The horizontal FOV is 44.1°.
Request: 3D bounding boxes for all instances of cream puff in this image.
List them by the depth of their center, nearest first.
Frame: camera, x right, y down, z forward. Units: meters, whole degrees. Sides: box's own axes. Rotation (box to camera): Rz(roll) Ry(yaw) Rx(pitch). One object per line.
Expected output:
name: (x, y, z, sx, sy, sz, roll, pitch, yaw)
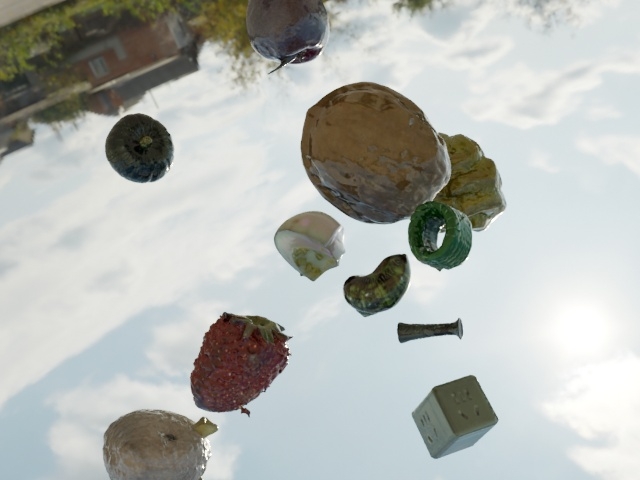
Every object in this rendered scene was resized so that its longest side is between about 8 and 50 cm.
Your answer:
cream puff: (0.335, -0.130, 2.180, 0.257, 0.291, 0.324, -31, -159, -19)

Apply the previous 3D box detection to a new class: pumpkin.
pumpkin: (-0.529, -0.271, 2.324, 0.152, 0.211, 0.211, -30, -168, 40)

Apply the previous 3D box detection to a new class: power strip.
power strip: (0.328, 0.460, 2.009, 0.139, 0.140, 0.224, -13, 151, -25)

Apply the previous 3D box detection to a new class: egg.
egg: (-0.014, -0.013, 2.337, 0.162, 0.206, 0.271, -54, 175, -26)

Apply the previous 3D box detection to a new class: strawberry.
strawberry: (-0.249, 0.399, 2.491, 0.292, 0.343, 0.292, 16, -174, -2)

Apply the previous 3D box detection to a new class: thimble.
thimble: (0.234, -0.008, 1.543, 0.118, 0.090, 0.130, 0, -107, 46)

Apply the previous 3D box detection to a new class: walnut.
walnut: (0.115, -0.200, 1.782, 0.306, 0.344, 0.306, -55, -165, 22)

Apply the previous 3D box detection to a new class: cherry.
cherry: (-0.075, -0.507, 1.829, 0.184, 0.266, 0.213, -2, -179, 19)

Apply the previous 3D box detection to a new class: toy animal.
toy animal: (-0.364, 0.472, 1.761, 0.226, 0.188, 0.358, 10, 177, -24)

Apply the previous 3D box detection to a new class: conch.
conch: (0.153, 0.127, 2.076, 0.187, 0.124, 0.181, -18, 169, -32)

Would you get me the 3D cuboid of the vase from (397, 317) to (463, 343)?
vase: (0.287, 0.236, 2.063, 0.167, 0.059, 0.059, -7, -155, 24)
